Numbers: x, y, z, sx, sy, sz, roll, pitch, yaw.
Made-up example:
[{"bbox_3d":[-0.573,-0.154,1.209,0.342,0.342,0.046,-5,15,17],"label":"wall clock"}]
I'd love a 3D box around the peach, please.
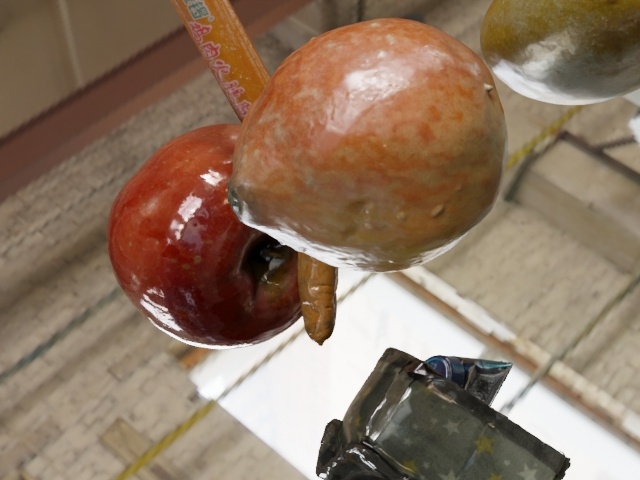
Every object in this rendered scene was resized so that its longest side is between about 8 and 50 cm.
[{"bbox_3d":[0.032,-0.065,1.007,0.232,0.232,0.233,-38,-31,-29],"label":"peach"}]

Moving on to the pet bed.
[{"bbox_3d":[0.116,0.226,1.250,0.159,0.211,0.183,-56,7,-5],"label":"pet bed"}]

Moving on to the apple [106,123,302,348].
[{"bbox_3d":[-0.113,-0.003,1.455,0.260,0.216,0.260,-14,-65,-34],"label":"apple"}]

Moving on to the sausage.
[{"bbox_3d":[-0.123,-0.244,1.277,0.053,0.053,0.348,-38,-73,-30],"label":"sausage"}]

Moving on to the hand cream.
[{"bbox_3d":[0.202,0.213,1.788,0.120,0.061,0.270,-63,-27,3],"label":"hand cream"}]

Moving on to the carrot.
[{"bbox_3d":[0.000,0.000,1.246,0.061,0.061,0.210,14,-105,-61],"label":"carrot"}]

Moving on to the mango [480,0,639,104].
[{"bbox_3d":[0.284,-0.215,1.217,0.192,0.316,0.146,4,-95,-31],"label":"mango"}]
